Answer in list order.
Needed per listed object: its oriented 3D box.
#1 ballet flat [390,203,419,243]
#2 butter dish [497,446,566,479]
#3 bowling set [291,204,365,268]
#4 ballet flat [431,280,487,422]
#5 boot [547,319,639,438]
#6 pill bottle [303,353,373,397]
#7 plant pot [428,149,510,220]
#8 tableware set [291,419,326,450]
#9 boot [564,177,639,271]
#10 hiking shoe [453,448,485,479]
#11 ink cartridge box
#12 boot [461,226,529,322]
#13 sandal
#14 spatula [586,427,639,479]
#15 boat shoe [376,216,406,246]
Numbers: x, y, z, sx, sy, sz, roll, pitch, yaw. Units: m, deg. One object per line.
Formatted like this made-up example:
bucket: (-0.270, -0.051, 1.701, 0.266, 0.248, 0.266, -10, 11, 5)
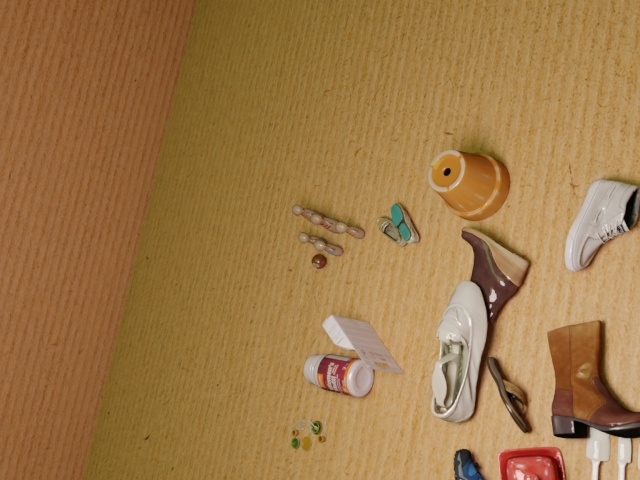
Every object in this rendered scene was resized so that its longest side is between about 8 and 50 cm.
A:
ballet flat: (0.276, -0.051, 2.175, 0.057, 0.052, 0.168, -50, 40, 34)
butter dish: (0.521, 0.592, 1.637, 0.160, 0.118, 0.160, -9, 69, 17)
bowling set: (0.000, 0.000, 2.354, 0.287, 0.154, 0.200, 19, 89, 47)
ballet flat: (0.376, 0.311, 1.846, 0.139, 0.139, 0.400, 6, 90, 46)
boot: (0.688, 0.335, 1.625, 0.264, 0.096, 0.280, -22, 52, 47)
pill bottle: (0.056, 0.435, 2.172, 0.221, 0.121, 0.121, 0, 76, 45)
plant pot: (0.424, -0.180, 1.972, 0.205, 0.188, 0.205, -17, 64, 40)
tableware set: (-0.043, 0.663, 2.262, 0.154, 0.024, 0.104, -11, 69, 42)
boot: (0.721, -0.033, 1.691, 0.123, 0.095, 0.258, 19, 89, 53)
hiking shoe: (0.437, 0.691, 1.742, 0.132, 0.113, 0.304, -16, 54, 7)
ink cartridge box: (0.132, 0.338, 2.081, 0.066, 0.189, 0.232, -50, 48, 21)
boot: (0.455, 0.093, 1.916, 0.248, 0.090, 0.207, 40, 103, 41)
sandal: (0.509, 0.404, 1.778, 0.060, 0.090, 0.219, -25, 50, 11)
spatula: (0.703, 0.568, 1.562, 0.168, 0.019, 0.242, 0, 76, 39)
boat shoe: (0.231, -0.034, 2.213, 0.056, 0.048, 0.153, -53, 47, 18)
